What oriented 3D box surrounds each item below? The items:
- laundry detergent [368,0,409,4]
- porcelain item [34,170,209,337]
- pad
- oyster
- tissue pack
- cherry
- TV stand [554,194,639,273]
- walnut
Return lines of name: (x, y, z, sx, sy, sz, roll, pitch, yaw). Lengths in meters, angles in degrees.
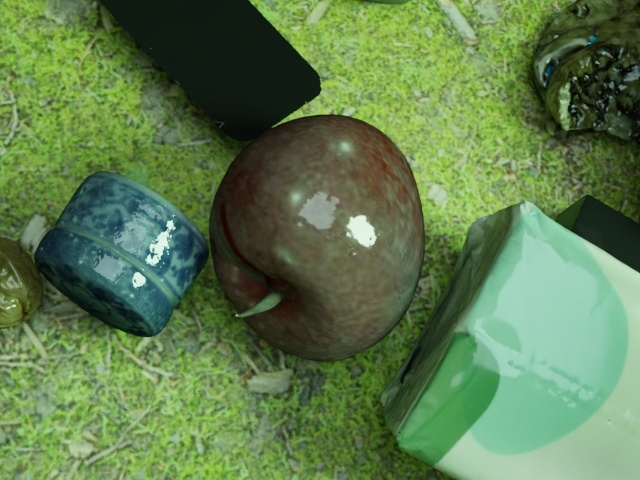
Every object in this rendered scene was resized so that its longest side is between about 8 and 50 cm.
laundry detergent: (0.092, -0.372, 1.210, 0.253, 0.091, 0.181, -40, 84, -20)
porcelain item: (-0.196, 0.018, 1.000, 0.147, 0.147, 0.114, 33, 70, -2)
pad: (-0.180, -0.176, 1.109, 0.323, 0.055, 0.250, -41, 86, -20)
oyster: (0.358, -0.224, 1.237, 0.214, 0.083, 0.223, 1, 67, -15)
tissue pack: (0.269, 0.157, 1.018, 0.356, 0.194, 0.266, 30, 87, -2)
cherry: (0.000, 0.000, 1.005, 0.213, 0.236, 0.285, 25, 41, 15)
TV stand: (0.385, 0.060, 1.156, 0.269, 0.083, 0.088, 30, 69, -4)
walnut: (-0.320, 0.039, 1.004, 0.096, 0.082, 0.079, 52, 42, 6)
